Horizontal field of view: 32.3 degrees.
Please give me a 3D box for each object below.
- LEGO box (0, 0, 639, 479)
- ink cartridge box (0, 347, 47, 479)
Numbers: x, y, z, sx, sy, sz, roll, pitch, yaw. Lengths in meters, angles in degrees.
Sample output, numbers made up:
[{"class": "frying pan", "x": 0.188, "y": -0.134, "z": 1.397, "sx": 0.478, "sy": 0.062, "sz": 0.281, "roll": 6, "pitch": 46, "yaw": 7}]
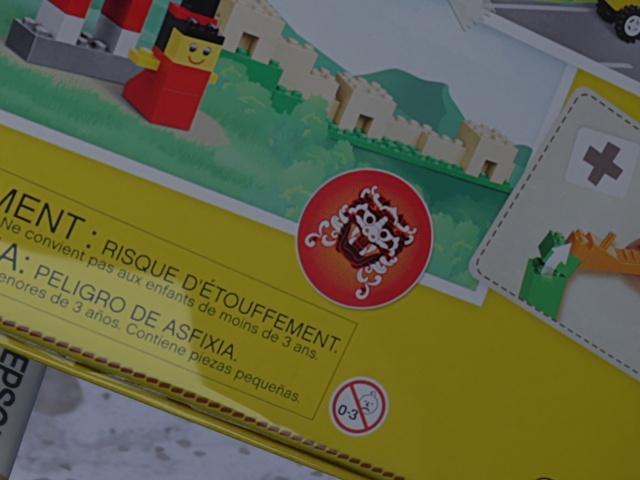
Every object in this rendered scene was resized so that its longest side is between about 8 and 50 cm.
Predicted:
[{"class": "LEGO box", "x": 0.014, "y": -0.115, "z": 0.467, "sx": 0.500, "sy": 0.193, "sz": 0.372, "roll": 25, "pitch": 92, "yaw": -15}, {"class": "ink cartridge box", "x": -0.267, "y": 0.061, "z": 0.673, "sx": 0.193, "sy": 0.234, "sz": 0.088, "roll": 28, "pitch": 123, "yaw": -18}]
